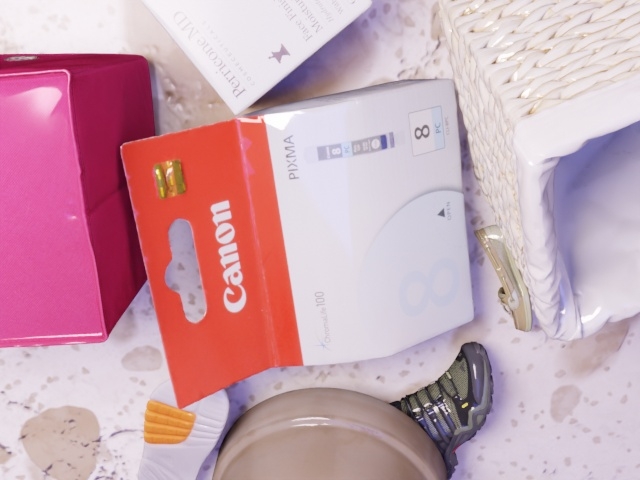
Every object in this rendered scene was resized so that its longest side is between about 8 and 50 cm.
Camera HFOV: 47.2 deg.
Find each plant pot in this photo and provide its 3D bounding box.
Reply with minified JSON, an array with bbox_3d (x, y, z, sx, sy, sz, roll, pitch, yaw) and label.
[{"bbox_3d":[0.002,0.393,0.893,0.323,0.280,0.323,2,115,5],"label":"plant pot"}]

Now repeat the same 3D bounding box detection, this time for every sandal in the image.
[{"bbox_3d":[-0.185,0.256,0.981,0.102,0.076,0.265,26,124,2],"label":"sandal"}]

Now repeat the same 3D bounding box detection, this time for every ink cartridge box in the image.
[{"bbox_3d":[0.000,0.000,0.828,0.385,0.091,0.308,-19,111,-30],"label":"ink cartridge box"}]

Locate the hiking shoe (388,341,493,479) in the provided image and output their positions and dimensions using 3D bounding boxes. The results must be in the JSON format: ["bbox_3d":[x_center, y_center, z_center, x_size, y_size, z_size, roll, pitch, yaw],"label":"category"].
[{"bbox_3d":[0.152,0.235,0.995,0.114,0.086,0.227,17,105,-14],"label":"hiking shoe"}]

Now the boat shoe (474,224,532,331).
[{"bbox_3d":[0.244,0.052,0.970,0.048,0.056,0.153,-15,106,8],"label":"boat shoe"}]

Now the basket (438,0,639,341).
[{"bbox_3d":[0.322,-0.122,0.755,0.331,0.266,0.328,-23,140,4],"label":"basket"}]

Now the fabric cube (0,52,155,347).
[{"bbox_3d":[-0.321,-0.056,0.760,0.254,0.258,0.259,-1,107,2],"label":"fabric cube"}]

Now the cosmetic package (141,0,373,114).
[{"bbox_3d":[-0.065,-0.253,0.793,0.183,0.151,0.151,-39,102,6],"label":"cosmetic package"}]
